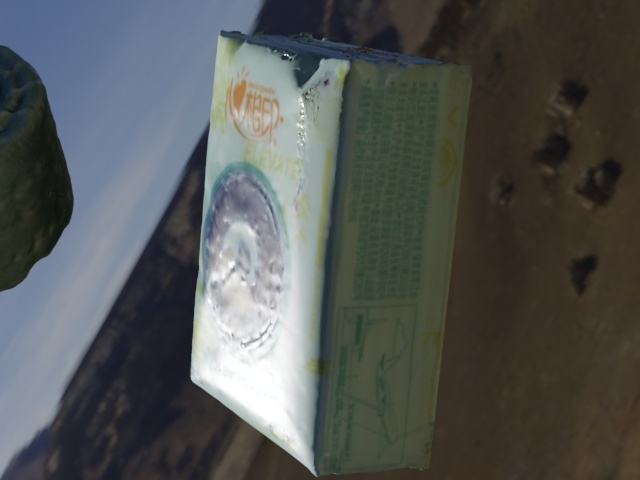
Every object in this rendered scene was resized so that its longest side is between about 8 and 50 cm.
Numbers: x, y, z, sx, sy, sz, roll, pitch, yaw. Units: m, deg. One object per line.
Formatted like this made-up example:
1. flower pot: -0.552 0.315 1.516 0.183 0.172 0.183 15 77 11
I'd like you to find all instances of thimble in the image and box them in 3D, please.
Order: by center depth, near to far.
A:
1. thimble: -0.317 -0.046 1.109 0.235 0.198 0.143 -36 -42 -30

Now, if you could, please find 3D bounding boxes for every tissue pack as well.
1. tissue pack: 0.000 0.000 1.356 0.287 0.162 0.387 24 112 56
